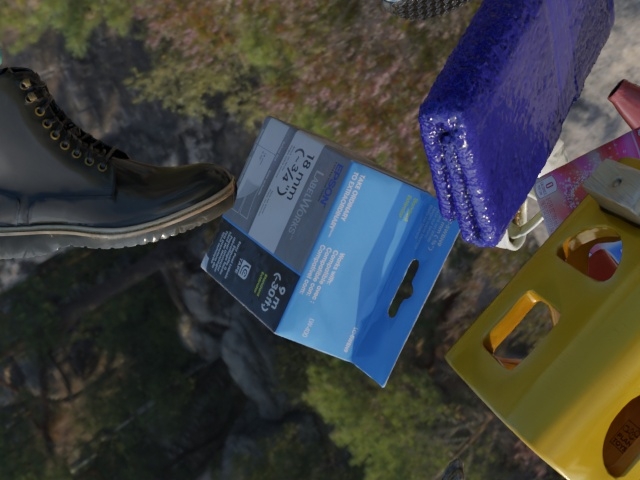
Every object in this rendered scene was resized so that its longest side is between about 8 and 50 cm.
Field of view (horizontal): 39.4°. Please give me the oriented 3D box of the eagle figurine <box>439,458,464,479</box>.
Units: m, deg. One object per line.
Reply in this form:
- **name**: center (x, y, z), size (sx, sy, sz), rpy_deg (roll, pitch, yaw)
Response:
- **eagle figurine**: center (0.072, 0.303, 0.628), size (0.226, 0.298, 0.225), rpy_deg (41, 122, -13)

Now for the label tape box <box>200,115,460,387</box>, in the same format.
- **label tape box**: center (0.000, 0.000, 1.155), size (0.334, 0.106, 0.240), rpy_deg (34, 102, 51)

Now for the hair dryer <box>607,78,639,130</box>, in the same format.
- **hair dryer**: center (0.499, -0.118, 1.223), size (0.080, 0.223, 0.293), rpy_deg (-50, 52, 29)

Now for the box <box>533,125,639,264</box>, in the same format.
- **box**: center (0.347, 0.051, 0.892), size (0.154, 0.142, 0.300), rpy_deg (-28, 60, 33)

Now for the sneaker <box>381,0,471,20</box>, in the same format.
- **sneaker**: center (0.109, -0.225, 0.657), size (0.075, 0.161, 0.057), rpy_deg (63, -175, 11)

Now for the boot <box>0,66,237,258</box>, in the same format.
- **boot**: center (-0.167, -0.067, 0.633), size (0.077, 0.198, 0.137), rpy_deg (-98, -2, -69)

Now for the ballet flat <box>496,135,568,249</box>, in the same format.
- **ballet flat**: center (0.330, -0.108, 1.449), size (0.139, 0.139, 0.400), rpy_deg (41, 157, 19)

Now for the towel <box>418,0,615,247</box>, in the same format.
- **towel**: center (0.186, -0.170, 0.845), size (0.076, 0.308, 0.227), rpy_deg (19, 157, 30)

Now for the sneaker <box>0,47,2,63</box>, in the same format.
- **sneaker**: center (-0.341, -0.257, 0.727), size (0.110, 0.107, 0.275), rpy_deg (-22, 102, 24)

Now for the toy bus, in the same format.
- **toy bus**: center (0.144, 0.013, 0.355), size (0.104, 0.202, 0.191), rpy_deg (40, 137, -21)
